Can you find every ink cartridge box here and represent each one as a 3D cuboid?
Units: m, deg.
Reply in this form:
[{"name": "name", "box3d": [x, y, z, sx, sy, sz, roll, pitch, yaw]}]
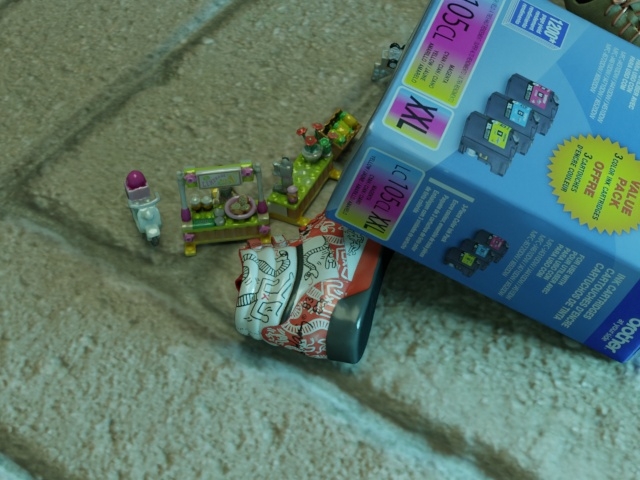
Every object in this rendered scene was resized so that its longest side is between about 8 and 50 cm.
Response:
[{"name": "ink cartridge box", "box3d": [0.242, -0.068, 1.358, 0.395, 0.151, 0.270, 27, 55, -2]}]

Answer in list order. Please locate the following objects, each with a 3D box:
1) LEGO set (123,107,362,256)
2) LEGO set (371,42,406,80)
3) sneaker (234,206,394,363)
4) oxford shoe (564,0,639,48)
[{"name": "LEGO set", "box3d": [-0.065, -0.078, 1.485, 0.287, 0.107, 0.132, -23, 49, -17]}, {"name": "LEGO set", "box3d": [0.185, -0.192, 1.633, 0.182, 0.060, 0.244, -27, 59, -25]}, {"name": "sneaker", "box3d": [0.000, 0.000, 1.416, 0.145, 0.090, 0.270, 11, 50, 11]}, {"name": "oxford shoe", "box3d": [0.351, -0.220, 1.556, 0.123, 0.130, 0.348, -35, 44, 6]}]
